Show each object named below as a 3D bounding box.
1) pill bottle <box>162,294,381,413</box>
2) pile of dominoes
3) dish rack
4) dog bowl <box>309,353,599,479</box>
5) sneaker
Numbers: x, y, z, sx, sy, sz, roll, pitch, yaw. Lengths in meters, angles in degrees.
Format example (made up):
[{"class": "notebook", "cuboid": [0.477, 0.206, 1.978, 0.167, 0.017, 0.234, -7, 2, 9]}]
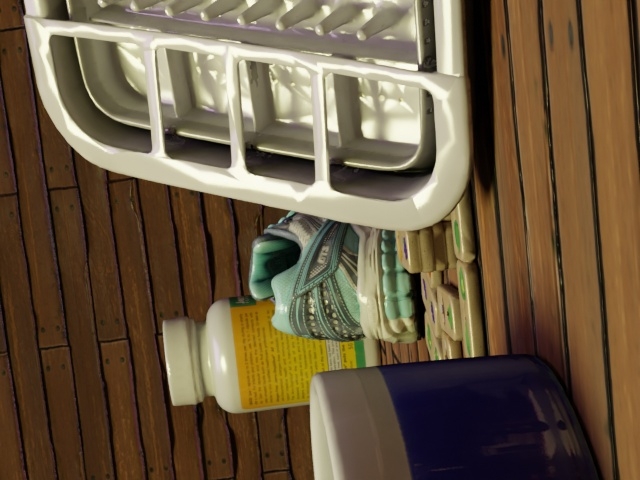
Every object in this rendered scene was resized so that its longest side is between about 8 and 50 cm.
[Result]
[{"class": "pill bottle", "cuboid": [-0.049, 0.110, 1.447, 0.117, 0.208, 0.118, 173, 90, -87]}, {"class": "pile of dominoes", "cuboid": [0.064, 0.052, 0.884, 0.196, 0.040, 0.251, -127, 31, -83]}, {"class": "dish rack", "cuboid": [-0.041, -0.182, 0.739, 0.072, 0.285, 0.333, -39, -48, -45]}, {"class": "dog bowl", "cuboid": [0.062, 0.185, 0.650, 0.265, 0.104, 0.265, 174, 90, -87]}, {"class": "sneaker", "cuboid": [0.000, 0.000, 1.153, 0.283, 0.122, 0.110, -108, 13, -73]}]
